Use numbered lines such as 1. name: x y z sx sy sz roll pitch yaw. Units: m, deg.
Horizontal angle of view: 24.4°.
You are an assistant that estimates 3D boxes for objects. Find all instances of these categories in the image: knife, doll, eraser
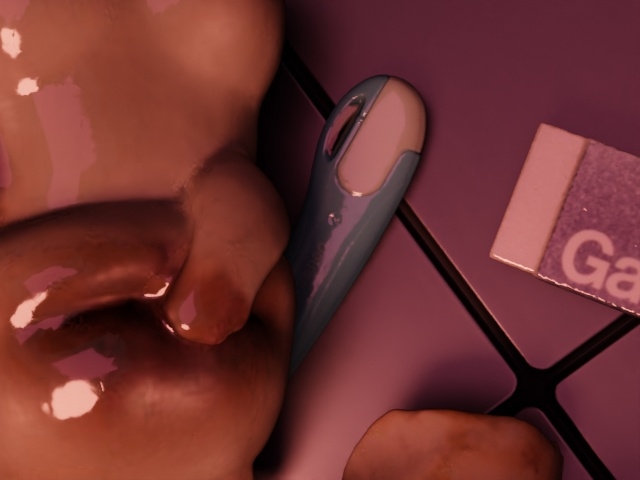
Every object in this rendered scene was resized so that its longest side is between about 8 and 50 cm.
1. knife: 0.000 0.000 0.909 0.064 0.031 0.222 30 98 5
2. doll: -0.121 -0.026 0.830 0.226 0.215 0.370 -32 65 52
3. eraser: 0.214 0.008 0.862 0.213 0.046 0.091 22 92 10

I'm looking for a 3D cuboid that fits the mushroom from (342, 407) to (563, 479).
1. mushroom: 0.069 0.232 0.779 0.298 0.297 0.290 8 67 10
